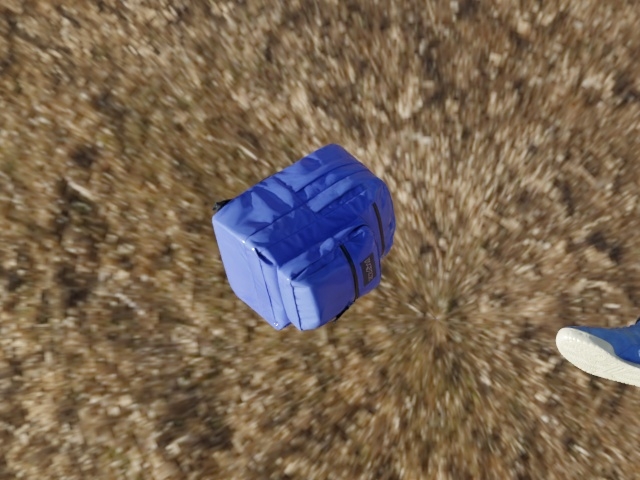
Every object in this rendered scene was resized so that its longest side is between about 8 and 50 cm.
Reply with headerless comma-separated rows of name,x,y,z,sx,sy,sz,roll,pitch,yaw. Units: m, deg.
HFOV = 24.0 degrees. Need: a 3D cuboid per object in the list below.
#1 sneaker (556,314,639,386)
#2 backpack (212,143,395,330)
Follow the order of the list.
sneaker,0.331,0.105,1.617,0.152,0.058,0.085,19,58,2
backpack,0.000,0.000,1.076,0.120,0.098,0.101,-37,57,-22
